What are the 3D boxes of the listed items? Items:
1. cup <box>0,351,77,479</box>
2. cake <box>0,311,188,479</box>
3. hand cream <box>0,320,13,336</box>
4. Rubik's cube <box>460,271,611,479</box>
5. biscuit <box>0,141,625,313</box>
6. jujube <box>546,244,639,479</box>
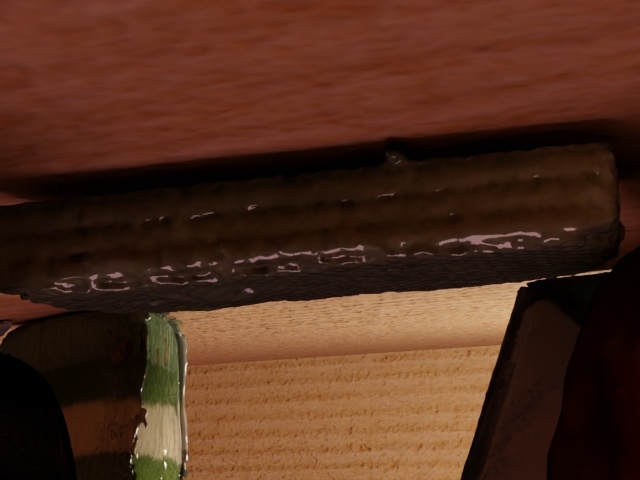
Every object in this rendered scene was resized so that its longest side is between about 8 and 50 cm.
[{"bbox_3d":[-0.201,0.084,0.318,0.177,0.166,0.239,21,178,-35],"label":"cup"},{"bbox_3d":[-0.199,0.136,0.894,0.172,0.158,0.283,-2,170,-3],"label":"cake"},{"bbox_3d":[-0.361,0.082,0.912,0.216,0.038,0.052,-6,-161,-25],"label":"hand cream"},{"bbox_3d":[0.272,0.203,0.717,0.307,0.305,0.310,-7,129,34],"label":"Rubik's cube"},{"bbox_3d":[0.000,0.000,0.384,0.199,0.041,0.121,-6,171,13],"label":"biscuit"},{"bbox_3d":[0.192,0.069,0.414,0.216,0.216,0.342,-6,180,18],"label":"jujube"}]
